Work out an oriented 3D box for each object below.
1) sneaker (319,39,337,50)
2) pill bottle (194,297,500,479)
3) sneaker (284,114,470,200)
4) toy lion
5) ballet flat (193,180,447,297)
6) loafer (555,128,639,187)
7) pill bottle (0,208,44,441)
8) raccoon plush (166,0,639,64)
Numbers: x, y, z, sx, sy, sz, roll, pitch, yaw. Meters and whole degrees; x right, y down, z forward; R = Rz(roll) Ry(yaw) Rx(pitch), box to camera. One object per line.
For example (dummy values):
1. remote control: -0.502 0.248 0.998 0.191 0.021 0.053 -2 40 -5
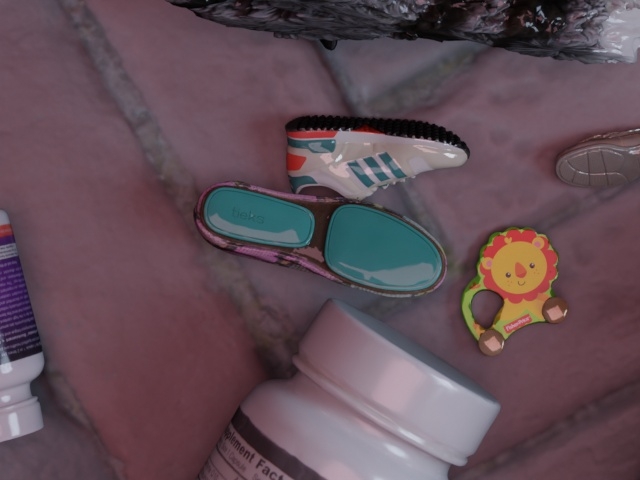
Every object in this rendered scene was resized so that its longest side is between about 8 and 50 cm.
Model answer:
1. sneaker: 0.095 -0.232 1.511 0.232 0.081 0.090 -15 95 9
2. pill bottle: -0.015 0.244 1.464 0.204 0.204 0.361 32 92 1
3. sneaker: 0.047 -0.064 1.533 0.161 0.057 0.075 4 109 0
4. toy lion: 0.166 0.040 1.540 0.100 0.034 0.096 -28 84 3
5. ballet flat: 0.000 0.000 1.517 0.222 0.079 0.076 13 80 2
6. loafer: 0.265 -0.076 1.532 0.125 0.039 0.045 -8 125 5
7. pill bottle: -0.299 0.077 1.514 0.108 0.108 0.193 -14 91 2
8. raccoon plush: 0.049 -0.314 1.414 0.446 0.216 0.299 9 85 -22
